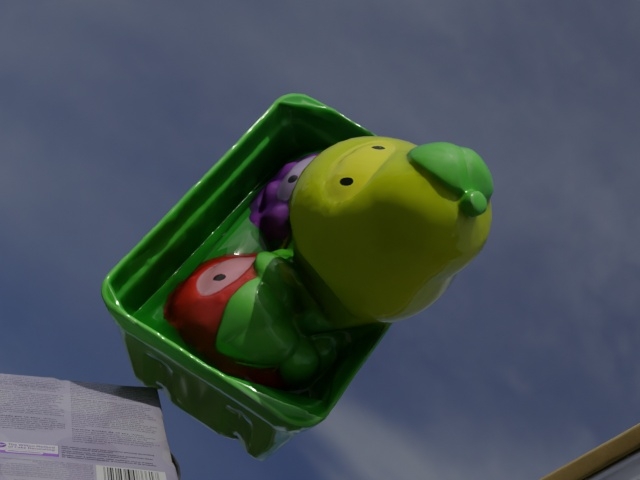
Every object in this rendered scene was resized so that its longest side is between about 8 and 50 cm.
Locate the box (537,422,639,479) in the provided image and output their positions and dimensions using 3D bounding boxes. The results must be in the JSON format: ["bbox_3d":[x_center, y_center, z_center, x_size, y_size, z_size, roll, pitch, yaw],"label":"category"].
[{"bbox_3d":[0.228,0.193,1.005,0.021,0.201,0.164,62,8,23],"label":"box"}]

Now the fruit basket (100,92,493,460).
[{"bbox_3d":[0.000,0.000,1.193,0.283,0.392,0.392,32,-43,9],"label":"fruit basket"}]

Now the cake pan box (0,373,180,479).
[{"bbox_3d":[-0.249,0.182,1.023,0.246,0.267,0.070,-129,-133,-69],"label":"cake pan box"}]
